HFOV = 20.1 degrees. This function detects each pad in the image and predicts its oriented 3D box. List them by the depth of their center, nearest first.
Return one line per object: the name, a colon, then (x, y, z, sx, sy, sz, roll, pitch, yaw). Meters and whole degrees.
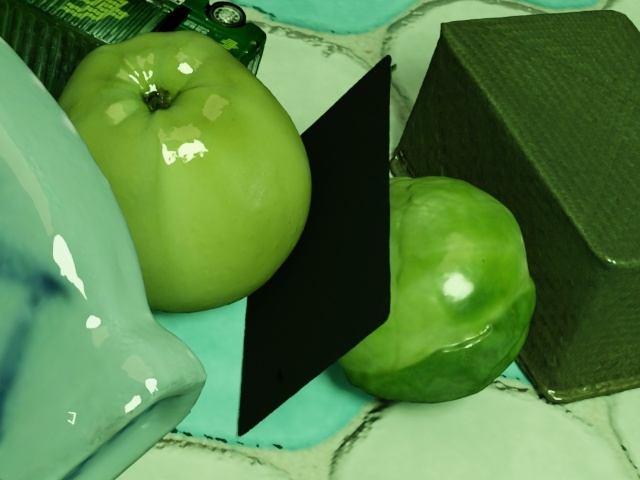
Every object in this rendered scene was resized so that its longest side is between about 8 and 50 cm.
pad: (0.000, 0.000, 1.258, 0.009, 0.159, 0.265, 32, 38, -25)

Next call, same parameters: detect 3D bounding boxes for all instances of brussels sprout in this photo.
brussels sprout: (0.078, 0.031, 1.266, 0.145, 0.131, 0.183, -15, 39, 30)

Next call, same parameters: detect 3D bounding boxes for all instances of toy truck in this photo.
toy truck: (-0.178, -0.168, 1.402, 0.259, 0.088, 0.121, 27, 43, 9)

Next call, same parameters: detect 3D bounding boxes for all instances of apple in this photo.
apple: (-0.101, -0.044, 1.242, 0.200, 0.200, 0.200, 10, 45, -10)

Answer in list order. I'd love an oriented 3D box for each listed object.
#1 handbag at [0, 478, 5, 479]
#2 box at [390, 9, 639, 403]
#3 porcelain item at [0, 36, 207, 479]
handbag: (-0.115, 0.300, 0.931, 0.253, 0.109, 0.316, 20, 55, -13)
box: (0.197, -0.034, 1.366, 0.184, 0.143, 0.273, -9, 50, -27)
porcelain item: (-0.259, -0.013, 1.104, 0.242, 0.178, 0.405, -40, 80, -7)
